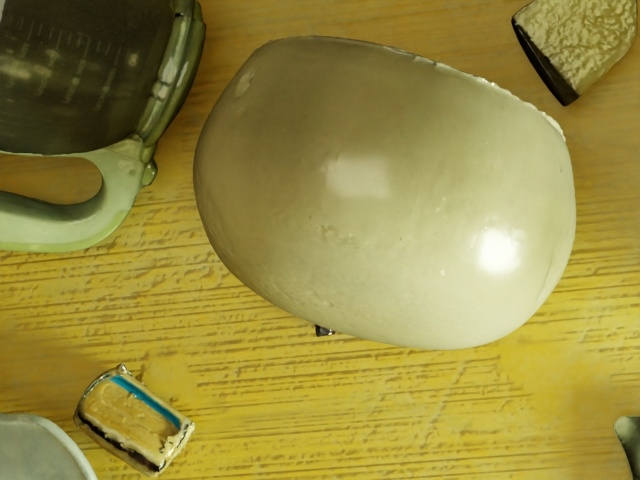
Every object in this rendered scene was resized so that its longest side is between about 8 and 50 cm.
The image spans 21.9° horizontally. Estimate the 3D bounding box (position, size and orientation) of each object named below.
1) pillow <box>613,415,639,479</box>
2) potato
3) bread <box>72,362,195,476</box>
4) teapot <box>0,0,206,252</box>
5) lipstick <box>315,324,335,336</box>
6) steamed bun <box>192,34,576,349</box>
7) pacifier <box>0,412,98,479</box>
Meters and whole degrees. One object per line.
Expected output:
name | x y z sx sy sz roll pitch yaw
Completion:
pillow | 0.304 0.217 1.430 0.091 0.055 0.135 -8 84 45
potato | 0.230 -0.184 1.448 0.103 0.066 0.096 -31 97 6
bread | -0.176 0.170 1.545 0.106 0.053 0.072 35 74 9
teapot | -0.236 -0.141 1.469 0.239 0.239 0.321 19 85 -15
lipstick | 0.001 0.000 1.518 0.027 0.027 0.176 -5 89 13
steamed bun | 0.048 -0.024 1.354 0.324 0.324 0.206 15 82 13
pacifier | -0.343 0.253 1.505 0.279 0.207 0.227 19 111 13
